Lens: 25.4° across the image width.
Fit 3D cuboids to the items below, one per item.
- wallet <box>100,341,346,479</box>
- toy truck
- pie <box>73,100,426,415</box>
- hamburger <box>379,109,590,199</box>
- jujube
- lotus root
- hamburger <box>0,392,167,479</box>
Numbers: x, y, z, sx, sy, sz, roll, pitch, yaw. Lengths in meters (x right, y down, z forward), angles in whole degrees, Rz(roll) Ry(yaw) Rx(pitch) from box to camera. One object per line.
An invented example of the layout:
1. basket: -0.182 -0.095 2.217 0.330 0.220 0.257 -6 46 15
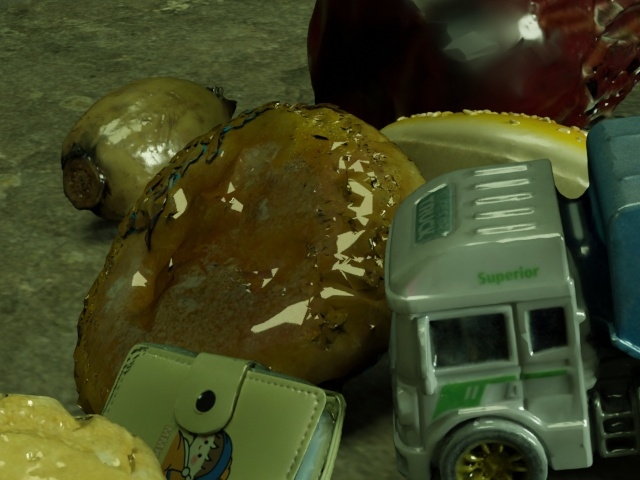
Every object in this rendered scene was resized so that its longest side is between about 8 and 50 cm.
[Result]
1. wallet: -0.062 0.117 0.782 0.155 0.039 0.110 9 70 40
2. toy truck: 0.212 0.028 0.751 0.367 0.175 0.146 -9 23 8
3. pie: -0.055 0.020 0.919 0.273 0.069 0.273 -18 47 21
4. hamburger: 0.127 -0.025 0.958 0.210 0.173 0.116 13 69 48
5. jujube: 0.149 -0.184 1.249 0.258 0.258 0.377 6 14 37
6. lotus root: -0.145 -0.093 1.311 0.221 0.125 0.118 -36 6 -39
7. hamburger: -0.159 0.147 0.609 0.214 0.108 0.214 14 35 -10
